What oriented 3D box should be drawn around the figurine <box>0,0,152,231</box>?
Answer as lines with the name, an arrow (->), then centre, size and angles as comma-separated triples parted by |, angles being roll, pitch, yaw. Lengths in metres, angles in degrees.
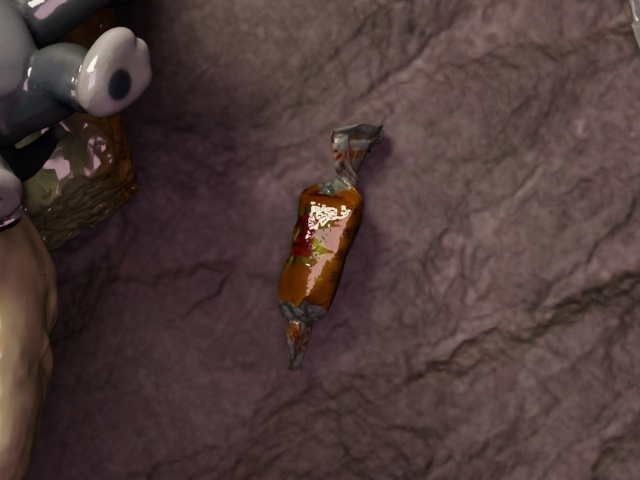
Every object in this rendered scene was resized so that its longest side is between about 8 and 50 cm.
figurine -> -0.156, -0.123, 0.699 | 0.193, 0.140, 0.265 | -3, 72, -14

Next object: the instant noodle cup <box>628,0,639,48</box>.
instant noodle cup -> 0.347, -0.194, 0.843 | 0.258, 0.181, 0.302 | 24, 88, -1

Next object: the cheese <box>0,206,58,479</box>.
cheese -> -0.308, 0.063, 0.703 | 0.326, 0.115, 0.318 | 44, 90, -8

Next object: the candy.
candy -> 0.000, 0.000, 0.892 | 0.046, 0.053, 0.182 | 18, 86, 5

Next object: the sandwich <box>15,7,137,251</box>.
sandwich -> -0.258, -0.115, 0.843 | 0.262, 0.131, 0.325 | -4, 90, -4
